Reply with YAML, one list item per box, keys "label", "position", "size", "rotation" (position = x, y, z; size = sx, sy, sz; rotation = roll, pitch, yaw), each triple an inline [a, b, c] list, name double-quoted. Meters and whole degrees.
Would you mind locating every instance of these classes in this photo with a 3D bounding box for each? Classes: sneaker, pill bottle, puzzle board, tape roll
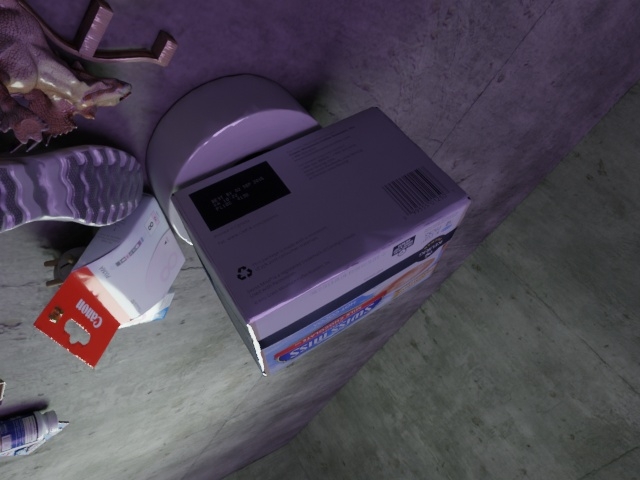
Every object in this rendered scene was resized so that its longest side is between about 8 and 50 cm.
- label: "sneaker"
  position: [-0.345, -0.074, 0.517]
  size: [0.281, 0.115, 0.105]
  rotation: [-18, 121, -63]
- label: "pill bottle"
  position: [-0.638, 0.409, 0.914]
  size: [0.120, 0.067, 0.067]
  rotation: [-3, 136, -48]
- label: "puzzle board"
  position: [-0.689, 0.477, 1.019]
  size: [0.128, 0.011, 0.096]
  rotation: [-37, 152, -2]
- label: "tape roll"
  position: [-0.127, -0.114, 0.695]
  size: [0.286, 0.100, 0.286]
  rotation: [-29, 151, -18]

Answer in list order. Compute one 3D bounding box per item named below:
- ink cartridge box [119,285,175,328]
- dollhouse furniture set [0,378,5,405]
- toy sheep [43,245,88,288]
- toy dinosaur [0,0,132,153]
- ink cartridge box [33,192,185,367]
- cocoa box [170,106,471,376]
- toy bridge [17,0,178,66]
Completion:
- label: "ink cartridge box"
  position: [-0.360, 0.121, 0.825]
  size: [0.122, 0.052, 0.088]
  rotation: [-6, 139, -44]
- label: "dollhouse furniture set"
  position: [-0.624, 0.320, 0.780]
  size: [0.091, 0.081, 0.114]
  rotation: [-4, 137, -47]
- label: "toy sheep"
  position: [-0.374, 0.050, 0.668]
  size: [0.091, 0.091, 0.132]
  rotation: [-29, 170, -18]
- label: "toy dinosaur"
  position: [-0.323, -0.172, 0.369]
  size: [0.296, 0.200, 0.127]
  rotation: [27, 79, -34]
- label: "ink cartridge box"
  position: [-0.307, 0.068, 0.667]
  size: [0.066, 0.232, 0.189]
  rotation: [10, 147, 6]
- label: "cocoa box"
  position: [0.000, 0.000, 0.658]
  size: [0.347, 0.231, 0.228]
  rotation: [-28, 151, -18]
- label: "toy bridge"
  position: [-0.247, -0.228, 0.460]
  size: [0.063, 0.026, 0.188]
  rotation: [-48, 151, 23]
